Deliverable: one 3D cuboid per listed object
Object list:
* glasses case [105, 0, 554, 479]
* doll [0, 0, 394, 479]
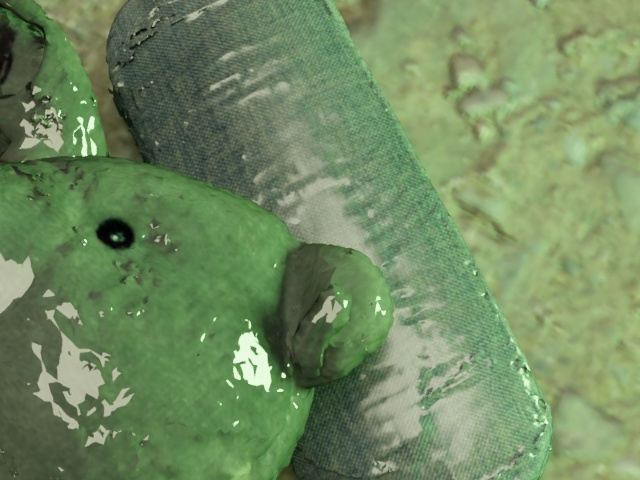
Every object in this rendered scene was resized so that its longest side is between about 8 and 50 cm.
[{"bbox_3d":[0.000,0.000,0.759,0.109,0.067,0.282,-28,76,1],"label":"glasses case"},{"bbox_3d":[-0.161,0.015,0.691,0.340,0.158,0.246,32,79,21],"label":"doll"}]
